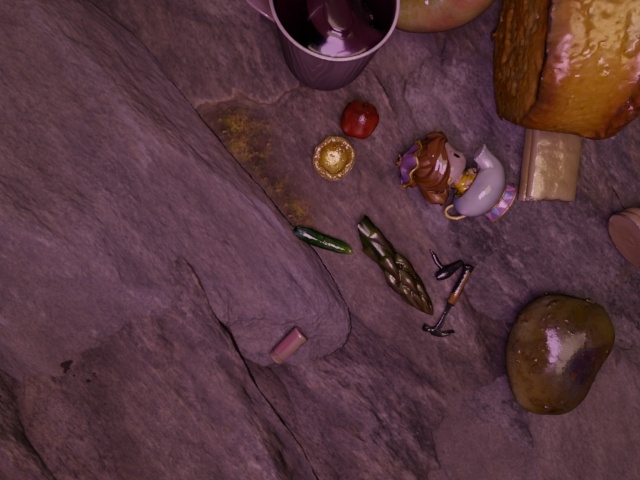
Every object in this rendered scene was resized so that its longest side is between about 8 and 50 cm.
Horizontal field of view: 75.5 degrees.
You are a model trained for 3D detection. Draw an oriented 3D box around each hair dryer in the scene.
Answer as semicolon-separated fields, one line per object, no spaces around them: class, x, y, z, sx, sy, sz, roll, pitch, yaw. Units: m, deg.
hair dryer;0.304;0.050;1.022;0.079;0.031;0.083;-32;90;-9

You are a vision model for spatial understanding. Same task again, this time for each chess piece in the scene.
chess piece;0.871;-0.069;0.994;0.308;0.124;0.138;-28;65;-3

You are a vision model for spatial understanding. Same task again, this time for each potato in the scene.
potato;0.558;0.270;0.987;0.211;0.173;0.306;17;93;-7

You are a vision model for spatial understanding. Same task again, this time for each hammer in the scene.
hammer;0.332;0.152;1.031;0.078;0.021;0.200;23;100;-6

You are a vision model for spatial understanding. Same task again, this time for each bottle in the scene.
bottle;-0.078;0.260;1.019;0.045;0.045;0.096;44;95;-7

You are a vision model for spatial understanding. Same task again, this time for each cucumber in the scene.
cucumber;0.000;0.000;0.992;0.168;0.039;0.039;20;96;-7

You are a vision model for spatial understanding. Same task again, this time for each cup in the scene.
cup;-0.013;-0.428;0.818;0.289;0.273;0.208;-1;98;-2

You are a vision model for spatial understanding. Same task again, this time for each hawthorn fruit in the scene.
hawthorn fruit;0.088;-0.270;0.942;0.093;0.093;0.092;0;97;-3

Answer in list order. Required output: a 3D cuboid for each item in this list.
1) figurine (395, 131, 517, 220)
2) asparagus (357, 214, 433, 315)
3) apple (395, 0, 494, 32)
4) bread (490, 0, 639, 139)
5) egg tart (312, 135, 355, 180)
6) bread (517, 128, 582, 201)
figurine;0.300;-0.145;0.939;0.264;0.142;0.189;26;119;-5
asparagus;0.177;0.067;0.993;0.080;0.080;0.287;-41;89;3
apple;0.238;-0.589;0.799;0.319;0.319;0.277;34;60;-6
bread;0.482;-0.382;0.790;0.216;0.398;0.397;-1;97;8
egg tart;0.031;-0.191;0.968;0.105;0.039;0.104;0;97;-2
bread;0.549;-0.180;0.983;0.140;0.060;0.178;0;97;-3
